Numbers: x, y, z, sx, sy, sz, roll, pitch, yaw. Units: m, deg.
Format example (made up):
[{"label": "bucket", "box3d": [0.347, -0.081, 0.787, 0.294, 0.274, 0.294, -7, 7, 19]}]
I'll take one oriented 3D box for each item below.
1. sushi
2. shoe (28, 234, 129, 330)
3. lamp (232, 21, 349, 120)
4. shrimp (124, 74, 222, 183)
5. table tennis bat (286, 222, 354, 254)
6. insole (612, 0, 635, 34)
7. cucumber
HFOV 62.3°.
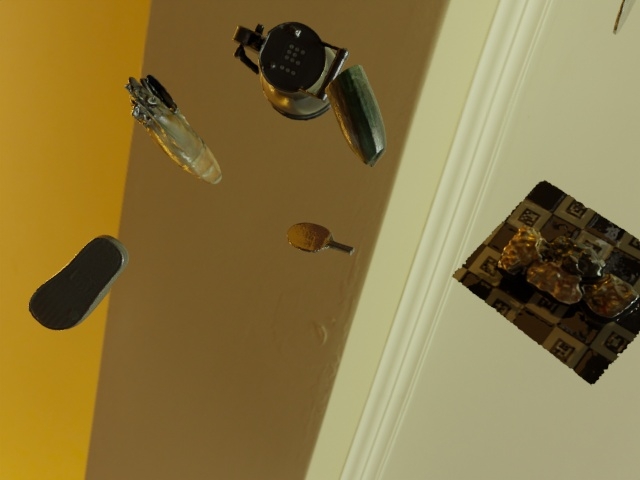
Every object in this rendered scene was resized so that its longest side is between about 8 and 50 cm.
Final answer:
[{"label": "sushi", "box3d": [0.306, 0.032, 0.655, 0.192, 0.050, 0.215, -45, -120, -6]}, {"label": "shoe", "box3d": [-0.475, 0.084, 1.076, 0.241, 0.093, 0.108, -43, -84, 10]}, {"label": "lamp", "box3d": [-0.046, -0.275, 0.827, 0.172, 0.227, 0.147, 28, -82, -1]}, {"label": "shrimp", "box3d": [-0.224, -0.180, 0.726, 0.051, 0.262, 0.198, -38, -110, 2]}, {"label": "table tennis bat", "box3d": [0.000, 0.000, 0.632, 0.083, 0.050, 0.007, 19, -48, 15]}, {"label": "insole", "box3d": [0.290, -0.261, 0.456, 0.006, 0.065, 0.193, 24, -98, 25]}, {"label": "cucumber", "box3d": [0.042, -0.130, 0.563, 0.048, 0.048, 0.105, -23, -95, 24]}]
